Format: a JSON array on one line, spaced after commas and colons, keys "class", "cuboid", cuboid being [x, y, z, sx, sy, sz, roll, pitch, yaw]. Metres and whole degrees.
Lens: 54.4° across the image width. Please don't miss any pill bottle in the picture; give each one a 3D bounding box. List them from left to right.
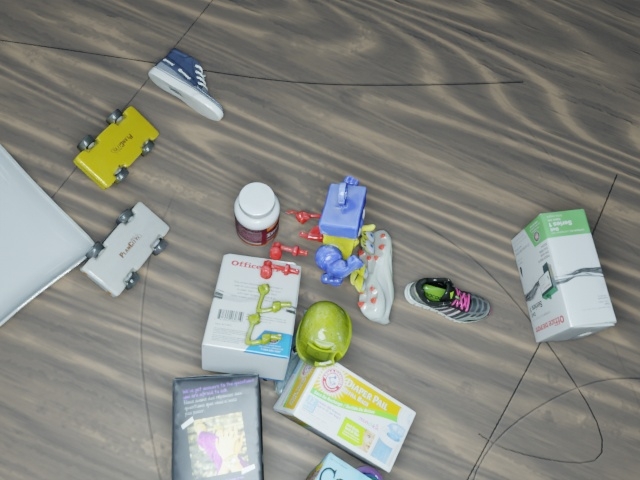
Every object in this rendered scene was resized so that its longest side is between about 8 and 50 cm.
[{"class": "pill bottle", "cuboid": [-0.120, -0.049, 1.176, 0.086, 0.152, 0.086, 2, 71, -5]}]

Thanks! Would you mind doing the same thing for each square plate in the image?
[{"class": "square plate", "cuboid": [-0.658, 0.015, 1.159, 0.344, 0.049, 0.347, 44, 73, 9]}]

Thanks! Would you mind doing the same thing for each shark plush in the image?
[{"class": "shark plush", "cuboid": [-0.041, 0.209, 1.137, 0.073, 0.067, 0.161, 31, 71, 6]}]

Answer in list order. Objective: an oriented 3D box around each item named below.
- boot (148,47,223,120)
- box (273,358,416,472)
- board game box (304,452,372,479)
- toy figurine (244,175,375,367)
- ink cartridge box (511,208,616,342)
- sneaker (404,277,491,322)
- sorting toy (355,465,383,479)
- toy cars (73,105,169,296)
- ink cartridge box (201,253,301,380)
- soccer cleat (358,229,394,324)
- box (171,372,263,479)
[{"class": "boot", "cuboid": [-0.264, -0.332, 1.306, 0.190, 0.069, 0.086, 34, 74, 9]}, {"class": "box", "cuboid": [0.040, 0.291, 1.064, 0.203, 0.103, 0.114, 34, 70, -15]}, {"class": "board game box", "cuboid": [-0.008, 0.482, 0.907, 0.144, 0.142, 0.275, 32, 54, 5]}, {"class": "toy figurine", "cuboid": [0.000, 0.000, 1.048, 0.191, 0.217, 0.362, 14, 45, 4]}, {"class": "ink cartridge box", "cuboid": [0.455, 0.073, 1.183, 0.092, 0.160, 0.219, -6, 71, -6]}, {"class": "sneaker", "cuboid": [0.250, 0.112, 1.195, 0.170, 0.075, 0.063, 17, 70, 0]}, {"class": "sorting toy", "cuboid": [0.209, 0.492, 1.031, 0.365, 0.126, 0.127, 32, 71, 5]}, {"class": "toy cars", "cuboid": [-0.391, -0.075, 1.192, 0.176, 0.087, 0.394, 6, 67, -42]}, {"class": "ink cartridge box", "cuboid": [-0.120, 0.134, 1.113, 0.148, 0.086, 0.203, 9, 47, -2]}, {"class": "soccer cleat", "cuboid": [0.111, 0.071, 1.210, 0.068, 0.076, 0.196, -15, 49, 31]}, {"class": "box", "cuboid": [-0.164, 0.365, 1.019, 0.143, 0.165, 0.270, -2, 70, -6]}]
